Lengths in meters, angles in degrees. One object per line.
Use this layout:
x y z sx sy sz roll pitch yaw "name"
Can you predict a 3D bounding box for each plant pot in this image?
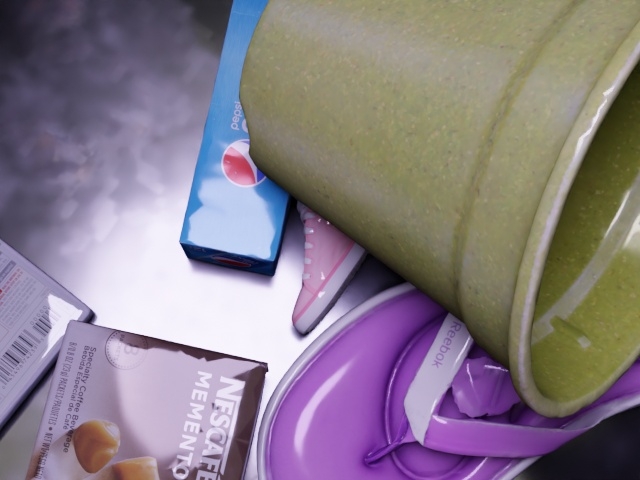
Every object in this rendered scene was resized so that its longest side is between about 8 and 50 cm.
0.098 -0.072 0.670 0.254 0.276 0.276 28 77 33 "plant pot"

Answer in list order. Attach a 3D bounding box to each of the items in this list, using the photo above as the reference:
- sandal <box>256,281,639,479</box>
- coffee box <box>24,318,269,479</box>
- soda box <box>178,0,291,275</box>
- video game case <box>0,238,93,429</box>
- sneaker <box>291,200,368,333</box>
0.145 0.079 0.759 0.416 0.102 0.169 -24 81 -9 "sandal"
-0.128 0.191 0.726 0.141 0.098 0.246 14 79 0 "coffee box"
-0.047 -0.086 0.801 0.071 0.067 0.210 11 78 0 "soda box"
-0.306 0.077 0.779 0.193 0.023 0.212 37 80 4 "video game case"
0.000 0.000 0.797 0.070 0.051 0.134 32 76 5 "sneaker"
